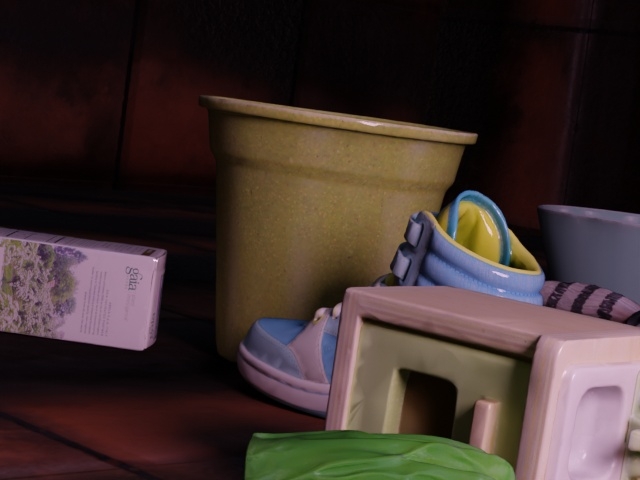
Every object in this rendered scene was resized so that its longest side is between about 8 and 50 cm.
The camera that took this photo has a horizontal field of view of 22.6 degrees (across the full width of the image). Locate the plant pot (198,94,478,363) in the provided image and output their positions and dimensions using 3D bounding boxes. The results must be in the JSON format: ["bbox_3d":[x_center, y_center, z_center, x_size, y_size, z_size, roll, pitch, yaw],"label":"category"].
[{"bbox_3d":[0.000,0.000,1.579,0.276,0.254,0.276,8,6,-1],"label":"plant pot"}]

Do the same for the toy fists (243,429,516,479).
[{"bbox_3d":[0.032,0.159,0.780,0.142,0.096,0.279,-2,6,2],"label":"toy fists"}]

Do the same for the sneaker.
[{"bbox_3d":[0.064,0.052,1.349,0.319,0.208,0.127,12,8,40],"label":"sneaker"}]

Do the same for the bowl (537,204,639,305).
[{"bbox_3d":[0.438,0.051,2.184,0.311,0.163,0.311,8,6,-1],"label":"bowl"}]

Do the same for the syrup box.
[{"bbox_3d":[-0.275,0.042,1.584,0.236,0.093,0.096,8,5,-1],"label":"syrup box"}]

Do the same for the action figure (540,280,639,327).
[{"bbox_3d":[0.286,0.083,1.410,0.330,0.179,0.341,-14,-25,43],"label":"action figure"}]

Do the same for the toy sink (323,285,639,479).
[{"bbox_3d":[0.126,0.122,0.992,0.234,0.153,0.131,13,8,39],"label":"toy sink"}]
